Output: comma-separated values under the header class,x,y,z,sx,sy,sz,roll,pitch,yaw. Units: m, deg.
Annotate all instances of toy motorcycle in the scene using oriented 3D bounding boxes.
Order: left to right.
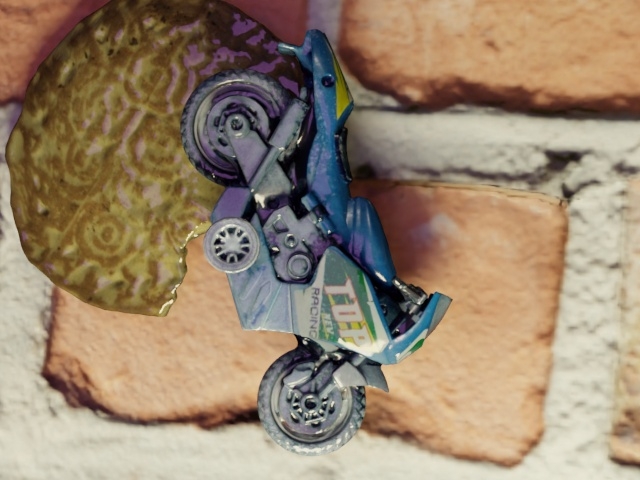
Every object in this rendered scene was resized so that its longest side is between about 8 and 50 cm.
class,x,y,z,sx,sy,sz,roll,pitch,yaw
toy motorcycle,0.000,0.000,0.843,0.135,0.092,0.254,-17,87,0

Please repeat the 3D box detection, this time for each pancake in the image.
class,x,y,z,sx,sy,sz,roll,pitch,yaw
pancake,-0.114,-0.062,0.921,0.235,0.029,0.212,-28,81,15
